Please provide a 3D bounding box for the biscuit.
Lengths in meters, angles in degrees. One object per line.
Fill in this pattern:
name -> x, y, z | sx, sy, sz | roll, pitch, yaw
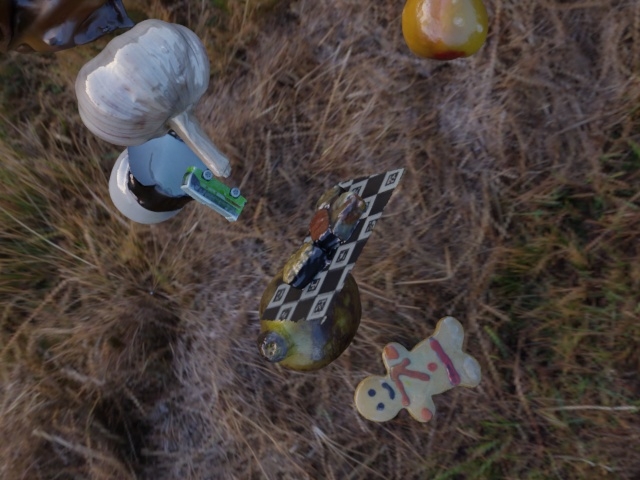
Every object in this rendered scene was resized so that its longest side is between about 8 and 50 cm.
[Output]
biscuit -> 0.168, 0.244, 1.771 | 0.234, 0.030, 0.153 | -25, 83, -6

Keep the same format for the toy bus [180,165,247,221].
toy bus -> -0.134, -0.060, 1.249 | 0.083, 0.031, 0.037 | 33, 75, -24

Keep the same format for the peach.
peach -> 0.198, -0.353, 1.597 | 0.138, 0.138, 0.138 | 1, 87, -10

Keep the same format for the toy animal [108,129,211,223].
toy animal -> -0.293, -0.113, 1.736 | 0.166, 0.179, 0.138 | 42, 53, -16

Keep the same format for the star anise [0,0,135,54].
star anise -> -0.280, -0.202, 0.716 | 0.346, 0.237, 0.148 | 11, 96, 14

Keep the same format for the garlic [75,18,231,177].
garlic -> -0.205, -0.165, 1.324 | 0.199, 0.199, 0.226 | -39, 94, -9

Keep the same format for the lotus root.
lotus root -> -0.016, 0.119, 1.609 | 0.141, 0.314, 0.169 | -16, 105, 24

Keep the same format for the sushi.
sushi -> 0.000, 0.000, 1.077 | 0.031, 0.139, 0.201 | 39, 66, -24
